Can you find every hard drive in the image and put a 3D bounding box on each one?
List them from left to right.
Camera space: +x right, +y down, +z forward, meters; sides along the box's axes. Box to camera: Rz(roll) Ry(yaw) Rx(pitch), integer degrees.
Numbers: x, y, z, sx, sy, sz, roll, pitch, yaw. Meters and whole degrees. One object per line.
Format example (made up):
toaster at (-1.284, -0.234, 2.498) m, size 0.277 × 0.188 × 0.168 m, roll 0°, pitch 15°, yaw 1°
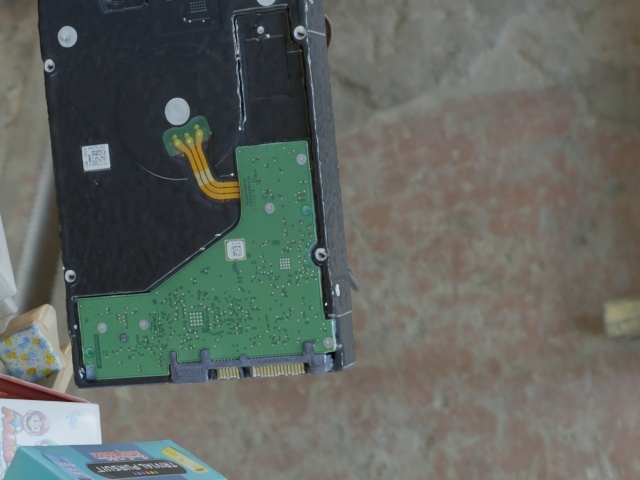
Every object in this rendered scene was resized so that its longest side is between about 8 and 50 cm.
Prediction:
hard drive at (-0.102, -0.054, 1.256) m, size 0.236 × 0.064 × 0.339 m, roll -6°, pitch 90°, yaw 17°

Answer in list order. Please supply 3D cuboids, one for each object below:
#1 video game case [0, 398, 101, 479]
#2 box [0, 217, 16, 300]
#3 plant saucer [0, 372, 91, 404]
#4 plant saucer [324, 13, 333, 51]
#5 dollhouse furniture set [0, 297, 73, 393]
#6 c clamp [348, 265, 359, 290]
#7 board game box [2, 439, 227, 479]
video game case at (-0.290, 0.241, 1.578) m, size 0.019 × 0.143 × 0.157 m, roll -36°, pitch 54°, yaw 49°
box at (-0.422, -0.010, 1.546) m, size 0.181 × 0.119 × 0.182 m, roll -20°, pitch 49°, yaw -2°
plant saucer at (-0.406, 0.257, 1.655) m, size 0.258 × 0.048 × 0.259 m, roll 18°, pitch 90°, yaw -6°
plant saucer at (-0.079, -0.237, 1.941) m, size 0.198 × 0.198 × 0.036 m, roll -30°, pitch 66°, yaw -4°
dollhouse furniture set at (-0.562, 0.128, 1.826) m, size 0.394 × 0.362 × 0.256 m, roll -23°, pitch 25°, yaw 18°
c clamp at (0.000, 0.000, 1.604) m, size 0.022 × 0.160 × 0.137 m, roll -33°, pitch 92°, yaw -1°
board game box at (-0.240, 0.341, 1.341) m, size 0.079 × 0.254 × 0.336 m, roll 30°, pitch 97°, yaw 23°
